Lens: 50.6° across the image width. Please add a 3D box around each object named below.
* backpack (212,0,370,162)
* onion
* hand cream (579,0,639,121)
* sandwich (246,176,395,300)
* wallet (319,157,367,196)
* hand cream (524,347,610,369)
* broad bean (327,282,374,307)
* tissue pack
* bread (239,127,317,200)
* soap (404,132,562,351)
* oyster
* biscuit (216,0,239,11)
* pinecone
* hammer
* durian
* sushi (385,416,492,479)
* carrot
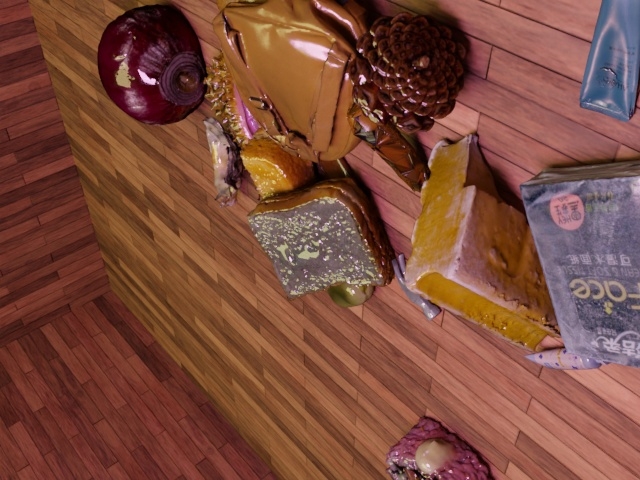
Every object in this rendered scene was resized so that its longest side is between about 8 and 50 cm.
[{"bbox_3d":[-0.038,-0.340,1.344,0.353,0.201,0.378,30,147,21],"label":"backpack"},{"bbox_3d":[-0.474,-0.463,1.871,0.281,0.260,0.337,37,143,27],"label":"onion"},{"bbox_3d":[0.399,-0.267,0.914,0.083,0.048,0.224,30,144,37],"label":"hand cream"},{"bbox_3d":[0.000,0.000,1.566,0.301,0.099,0.271,-12,120,35],"label":"sandwich"},{"bbox_3d":[0.049,-0.142,1.571,0.176,0.026,0.095,59,153,4],"label":"wallet"},{"bbox_3d":[0.456,0.215,1.241,0.065,0.043,0.170,24,159,-20],"label":"hand cream"},{"bbox_3d":[0.067,0.113,1.712,0.174,0.082,0.125,-12,103,59],"label":"broad bean"},{"bbox_3d":[0.453,0.037,1.030,0.228,0.103,0.316,2,116,58],"label":"tissue pack"},{"bbox_3d":[-0.086,-0.156,1.634,0.139,0.143,0.229,6,133,41],"label":"bread"},{"bbox_3d":[0.337,0.007,1.248,0.338,0.305,0.169,28,156,-27],"label":"soap"},{"bbox_3d":[-0.257,-0.210,1.870,0.271,0.100,0.275,-121,25,-74],"label":"oyster"},{"bbox_3d":[-0.163,-0.520,1.563,0.247,0.029,0.118,50,142,18],"label":"biscuit"},{"bbox_3d":[0.143,-0.276,1.151,0.207,0.207,0.208,37,143,34],"label":"pinecone"},{"bbox_3d":[0.240,0.071,1.451,0.159,0.041,0.226,53,151,9],"label":"hammer"},{"bbox_3d":[-0.217,-0.331,1.727,0.191,0.112,0.341,8,124,52],"label":"durian"},{"bbox_3d":[0.288,0.587,1.702,0.270,0.170,0.237,39,145,41],"label":"sushi"},{"bbox_3d":[0.135,-0.177,1.287,0.228,0.069,0.069,41,163,-34],"label":"carrot"}]
